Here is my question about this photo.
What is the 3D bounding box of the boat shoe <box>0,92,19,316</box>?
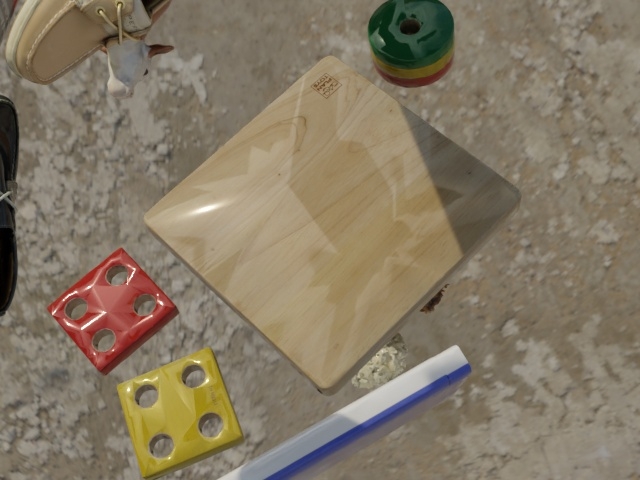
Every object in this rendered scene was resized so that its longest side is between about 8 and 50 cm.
[{"bbox_3d":[-0.337,-0.036,0.998,0.079,0.084,0.233,17,101,34],"label":"boat shoe"}]

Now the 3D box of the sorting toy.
[{"bbox_3d":[0.000,0.000,0.480,0.274,0.046,0.132,-43,64,-15],"label":"sorting toy"}]

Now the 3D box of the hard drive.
[{"bbox_3d":[0.027,0.239,1.184,0.318,0.210,0.040,-28,74,-8],"label":"hard drive"}]

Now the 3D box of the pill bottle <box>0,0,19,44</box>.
[{"bbox_3d":[-0.345,-0.132,0.747,0.161,0.161,0.283,13,63,-4],"label":"pill bottle"}]

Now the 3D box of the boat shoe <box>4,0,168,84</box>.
[{"bbox_3d":[-0.133,-0.162,0.641,0.059,0.063,0.170,41,84,20],"label":"boat shoe"}]

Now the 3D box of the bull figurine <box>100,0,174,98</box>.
[{"bbox_3d":[-0.202,-0.306,1.081,0.101,0.188,0.310,29,106,7],"label":"bull figurine"}]

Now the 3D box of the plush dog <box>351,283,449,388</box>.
[{"bbox_3d":[0.065,0.020,1.244,0.210,0.225,0.262,39,28,-34],"label":"plush dog"}]
